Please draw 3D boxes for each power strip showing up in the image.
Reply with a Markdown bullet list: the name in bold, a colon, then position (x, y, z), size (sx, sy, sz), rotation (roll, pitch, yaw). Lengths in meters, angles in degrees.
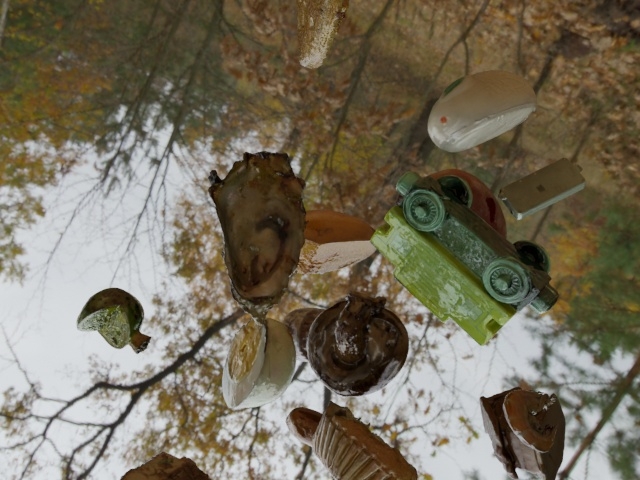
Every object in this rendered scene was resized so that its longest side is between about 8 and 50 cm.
- **power strip**: position (0.698, -0.164, 1.774), size (0.117, 0.271, 0.046), rotation (63, 179, 29)

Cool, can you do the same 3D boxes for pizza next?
- **pizza**: position (0.004, -0.665, 1.564), size (0.114, 0.408, 0.277), rotation (0, -131, -18)

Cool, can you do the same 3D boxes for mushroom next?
- **mushroom**: position (0.102, 0.261, 1.473), size (0.264, 0.282, 0.195), rotation (28, -145, 24)

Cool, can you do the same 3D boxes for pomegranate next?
- **pomegranate**: position (-0.457, 0.177, 1.279), size (0.169, 0.143, 0.122), rotation (23, -146, -9)

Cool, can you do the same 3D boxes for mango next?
- **mango**: position (0.000, 0.000, 1.662), size (0.351, 0.198, 0.201), rotation (-8, 166, 3)

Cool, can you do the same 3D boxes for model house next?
- **model house**: position (0.600, 0.580, 1.700), size (0.229, 0.199, 0.220), rotation (0, -153, 48)

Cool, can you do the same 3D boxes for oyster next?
- **oyster**: position (-0.119, -0.010, 1.191), size (0.222, 0.360, 0.096), rotation (-14, -174, -27)

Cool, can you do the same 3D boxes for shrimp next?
- **shrimp**: position (0.517, 0.417, 1.348), size (0.249, 0.068, 0.150), rotation (-9, -115, -49)

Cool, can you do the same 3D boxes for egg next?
- **egg**: position (-0.187, 0.431, 1.924), size (0.201, 0.336, 0.337), rotation (20, -165, -23)

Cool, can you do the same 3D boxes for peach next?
- **peach**: position (0.448, -0.069, 1.908), size (0.406, 0.335, 0.310), rotation (43, -128, -4)

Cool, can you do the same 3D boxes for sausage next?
- **sausage**: position (0.024, 0.553, 1.553), size (0.271, 0.108, 0.109), rotation (29, -166, 20)

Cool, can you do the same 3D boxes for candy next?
- **candy**: position (-0.042, 0.371, 2.206), size (0.157, 0.214, 0.290), rotation (-3, 169, 34)

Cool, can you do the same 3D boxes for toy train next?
- **toy train**: position (0.317, 0.042, 1.302), size (0.442, 0.272, 0.179), rotation (44, -139, 19)

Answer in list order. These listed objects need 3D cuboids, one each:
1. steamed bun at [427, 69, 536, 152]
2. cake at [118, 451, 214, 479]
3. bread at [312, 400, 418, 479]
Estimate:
- **steamed bun**: position (0.325, -0.276, 1.167), size (0.177, 0.228, 0.130), rotation (109, 138, -78)
- **cake**: position (-0.382, 0.719, 1.370), size (0.291, 0.281, 0.256), rotation (26, -175, 16)
- **bread**: position (0.091, 0.500, 1.289), size (0.274, 0.149, 0.274), rotation (40, 166, 12)
